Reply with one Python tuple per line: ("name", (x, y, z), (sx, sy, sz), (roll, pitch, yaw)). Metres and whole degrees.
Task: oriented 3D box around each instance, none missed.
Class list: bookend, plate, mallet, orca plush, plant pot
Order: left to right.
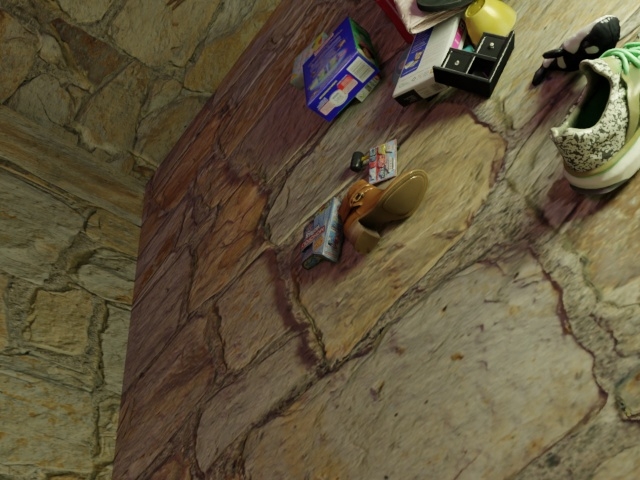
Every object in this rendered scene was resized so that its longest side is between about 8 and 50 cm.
("mallet", (0.164, -0.256, 1.626), (0.189, 0.039, 0.063), (-5, 60, 49))
("plate", (0.299, -0.593, 1.732), (0.188, 0.024, 0.188), (-35, 39, 34))
("bookend", (0.398, -0.474, 1.366), (0.156, 0.072, 0.157), (25, 83, 24))
("plant pot", (0.455, -0.613, 1.454), (0.134, 0.095, 0.134), (-35, 39, 34))
("orca plush", (0.541, -0.371, 1.109), (0.151, 0.102, 0.287), (-25, 2, -12))

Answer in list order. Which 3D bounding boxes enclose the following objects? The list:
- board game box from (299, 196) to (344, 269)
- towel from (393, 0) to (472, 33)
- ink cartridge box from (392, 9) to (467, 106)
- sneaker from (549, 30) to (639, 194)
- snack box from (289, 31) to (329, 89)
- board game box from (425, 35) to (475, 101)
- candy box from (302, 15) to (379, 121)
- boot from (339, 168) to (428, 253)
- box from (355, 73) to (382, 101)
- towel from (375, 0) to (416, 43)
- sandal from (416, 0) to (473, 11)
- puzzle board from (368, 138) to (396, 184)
("board game box", (0.000, 0.000, 1.600), (0.194, 0.060, 0.194), (-37, 36, 38))
("towel", (0.363, -0.781, 1.566), (0.316, 0.053, 0.332), (-20, 56, 10))
("ink cartridge box", (0.342, -0.579, 1.567), (0.175, 0.069, 0.371), (-11, 54, 53))
("sneaker", (0.553, -0.291, 0.946), (0.411, 0.182, 0.158), (-59, 31, -3))
("snack box", (-0.041, -0.802, 2.363), (0.207, 0.070, 0.175), (-30, 41, 41))
("board game box", (0.370, -0.507, 1.552), (0.186, 0.026, 0.126), (-39, 36, 30))
("candy box", (0.066, -0.633, 1.936), (0.268, 0.122, 0.317), (-40, 36, 30))
("boot", (0.162, -0.116, 1.457), (0.284, 0.109, 0.220), (-55, 26, 20))
("box", (0.147, -0.598, 1.943), (0.114, 0.036, 0.207), (-48, 32, 18))
("towel", (0.336, -0.816, 1.739), (0.274, 0.199, 0.031), (-38, 1, 31))
("sandal", (0.458, -0.765, 1.417), (0.445, 0.107, 0.168), (-23, 51, 13))
("puzzle board", (0.183, -0.234, 1.566), (0.096, 0.011, 0.128), (-17, 59, 38))
